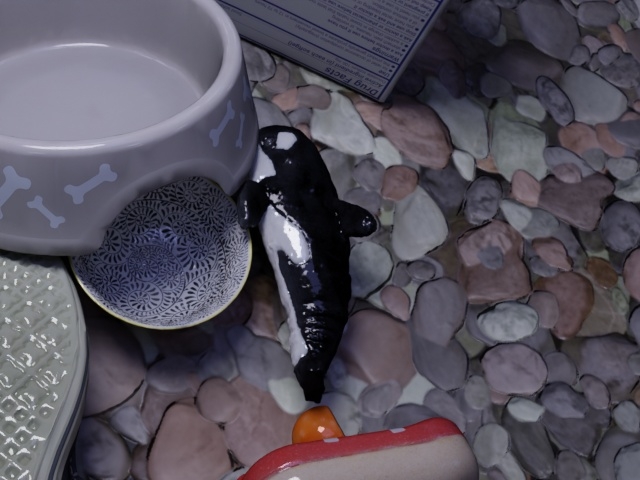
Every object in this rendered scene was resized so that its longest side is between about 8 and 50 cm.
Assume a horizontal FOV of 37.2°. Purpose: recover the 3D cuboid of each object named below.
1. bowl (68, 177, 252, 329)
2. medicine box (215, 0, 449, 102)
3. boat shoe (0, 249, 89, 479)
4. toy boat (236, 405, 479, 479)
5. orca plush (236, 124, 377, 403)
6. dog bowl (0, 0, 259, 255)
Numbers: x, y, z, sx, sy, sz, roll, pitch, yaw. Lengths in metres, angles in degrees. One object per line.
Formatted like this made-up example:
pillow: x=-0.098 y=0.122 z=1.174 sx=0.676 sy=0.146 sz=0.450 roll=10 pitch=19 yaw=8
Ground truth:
bowl: x=-0.156 y=0.019 z=0.897 sx=0.170 sy=0.080 sz=0.170 roll=9 pitch=60 yaw=-16
medicine box: x=0.017 y=-0.326 z=1.016 sx=0.263 sy=0.289 sz=0.149 roll=24 pitch=60 yaw=-7
boat shoe: x=-0.267 y=0.207 z=0.722 sx=0.186 sy=0.156 sz=0.500 roll=-1 pitch=53 yaw=-15
toy boat: x=0.021 y=0.208 z=0.847 sx=0.231 sy=0.151 sz=0.151 roll=-4 pitch=36 yaw=-22
orca plush: x=0.000 y=0.000 z=0.902 sx=0.151 sy=0.102 sz=0.287 roll=45 pitch=31 yaw=-42
dog bowl: x=-0.227 y=-0.144 z=0.883 sx=0.348 sy=0.102 sz=0.349 roll=4 pitch=44 yaw=-4
